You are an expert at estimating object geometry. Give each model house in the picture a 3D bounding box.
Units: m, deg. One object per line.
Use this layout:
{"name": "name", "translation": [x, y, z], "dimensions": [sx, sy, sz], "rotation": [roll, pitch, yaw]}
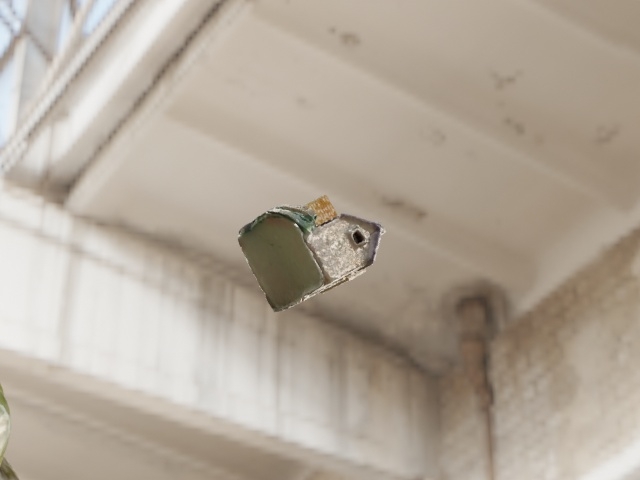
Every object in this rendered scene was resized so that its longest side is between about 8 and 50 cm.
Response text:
{"name": "model house", "translation": [0.000, 0.000, 1.690], "dimensions": [0.100, 0.088, 0.100], "rotation": [-25, -2, -35]}

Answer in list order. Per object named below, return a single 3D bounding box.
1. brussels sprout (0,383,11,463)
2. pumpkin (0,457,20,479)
{"name": "brussels sprout", "translation": [-0.265, 0.123, 0.788], "dimensions": [0.227, 0.294, 0.259], "rotation": [39, -53, 1]}
{"name": "pumpkin", "translation": [-0.315, 0.259, 1.231], "dimensions": [0.222, 0.317, 0.139], "rotation": [41, -2, 11]}
